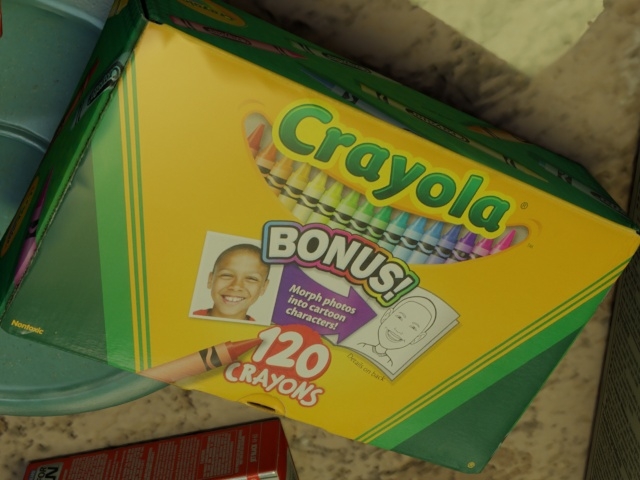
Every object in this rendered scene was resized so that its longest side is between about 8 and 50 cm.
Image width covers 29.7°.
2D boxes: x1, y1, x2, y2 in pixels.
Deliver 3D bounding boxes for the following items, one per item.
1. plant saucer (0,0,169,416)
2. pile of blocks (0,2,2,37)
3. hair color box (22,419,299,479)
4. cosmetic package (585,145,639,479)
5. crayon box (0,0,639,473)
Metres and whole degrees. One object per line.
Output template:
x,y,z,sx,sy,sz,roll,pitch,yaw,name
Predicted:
-0.172,-0.023,0.650,0.317,0.044,0.318,0,119,0,plant saucer
-0.198,-0.105,0.497,0.112,0.149,0.362,37,100,5,pile of blocks
-0.096,0.176,0.756,0.167,0.053,0.093,-11,120,8,hair color box
0.233,0.079,0.641,0.129,0.153,0.296,0,121,-1,cosmetic package
0.000,0.000,0.602,0.278,0.081,0.165,21,113,-24,crayon box
